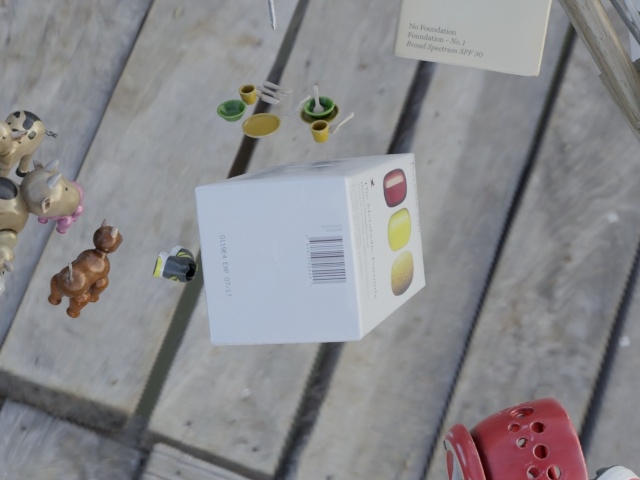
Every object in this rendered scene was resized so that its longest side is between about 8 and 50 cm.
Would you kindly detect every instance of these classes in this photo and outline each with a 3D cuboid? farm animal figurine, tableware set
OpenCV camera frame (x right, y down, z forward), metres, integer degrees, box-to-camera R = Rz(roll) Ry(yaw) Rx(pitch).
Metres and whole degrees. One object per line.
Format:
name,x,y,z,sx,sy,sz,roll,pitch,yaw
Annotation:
farm animal figurine,-0.422,-0.058,1.733,0.327,0.172,0.330,-9,48,-41
tableware set,-0.046,-0.156,1.562,0.154,0.024,0.104,25,52,32

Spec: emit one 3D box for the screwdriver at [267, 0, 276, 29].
screwdriver,-0.046,-0.255,1.079,0.025,0.024,0.170,-17,74,14

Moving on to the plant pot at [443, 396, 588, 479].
plant pot,0.280,0.338,1.872,0.174,0.191,0.191,-13,83,-7

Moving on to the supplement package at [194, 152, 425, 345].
supplement package,0.000,0.000,1.154,0.134,0.244,0.139,-3,98,18

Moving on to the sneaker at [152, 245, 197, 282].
sneaker,-0.131,0.027,1.216,0.035,0.083,0.031,21,100,9

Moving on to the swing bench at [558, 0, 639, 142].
swing bench,0.263,-0.215,0.813,0.253,0.165,0.254,-29,81,11

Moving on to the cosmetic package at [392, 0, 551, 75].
cosmetic package,0.174,-0.338,1.349,0.160,0.113,0.309,8,104,3

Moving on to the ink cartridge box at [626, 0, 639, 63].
ink cartridge box,0.612,-0.343,2.101,0.197,0.273,0.114,29,70,31

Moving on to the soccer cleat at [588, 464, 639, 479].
soccer cleat,0.262,0.386,1.333,0.116,0.108,0.318,30,78,39
